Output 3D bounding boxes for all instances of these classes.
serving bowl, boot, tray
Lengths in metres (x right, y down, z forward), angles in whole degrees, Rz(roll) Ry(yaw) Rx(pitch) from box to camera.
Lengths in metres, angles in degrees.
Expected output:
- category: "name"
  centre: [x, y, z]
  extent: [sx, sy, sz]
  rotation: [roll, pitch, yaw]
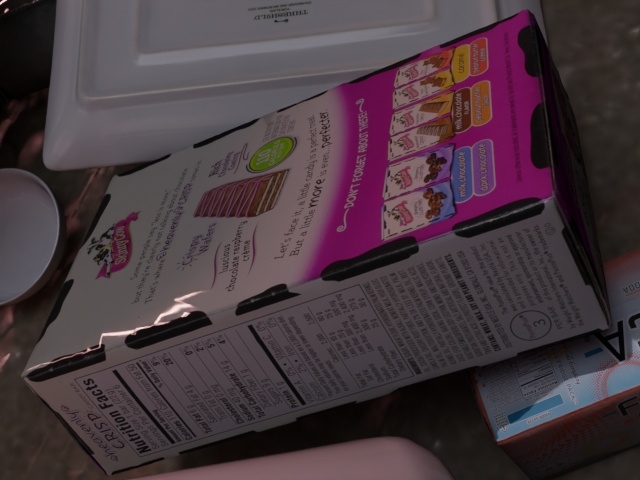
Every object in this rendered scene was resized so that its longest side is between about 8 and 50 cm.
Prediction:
- category: "serving bowl"
  centre: [-0.183, 0.001, 0.634]
  extent: [0.083, 0.027, 0.083]
  rotation: [-5, 74, 18]
- category: "boot"
  centre: [-0.167, -0.108, 0.667]
  extent: [0.209, 0.076, 0.189]
  rotation: [-8, 63, 15]
- category: "tray"
  centre: [-0.018, -0.118, 0.574]
  extent: [0.270, 0.030, 0.145]
  rotation: [-5, 64, 6]

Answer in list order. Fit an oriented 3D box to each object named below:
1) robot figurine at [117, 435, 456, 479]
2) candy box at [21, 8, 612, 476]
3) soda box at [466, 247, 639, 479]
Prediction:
- category: "robot figurine"
  centre: [-0.055, 0.178, 0.345]
  extent: [0.354, 0.300, 0.199]
  rotation: [-8, 92, -5]
- category: "candy box"
  centre: [0.000, 0.000, 0.482]
  extent: [0.233, 0.071, 0.159]
  rotation: [-19, 32, 20]
- category: "soda box"
  centre: [0.153, 0.035, 0.438]
  extent: [0.183, 0.063, 0.058]
  rotation: [-25, 55, 14]
